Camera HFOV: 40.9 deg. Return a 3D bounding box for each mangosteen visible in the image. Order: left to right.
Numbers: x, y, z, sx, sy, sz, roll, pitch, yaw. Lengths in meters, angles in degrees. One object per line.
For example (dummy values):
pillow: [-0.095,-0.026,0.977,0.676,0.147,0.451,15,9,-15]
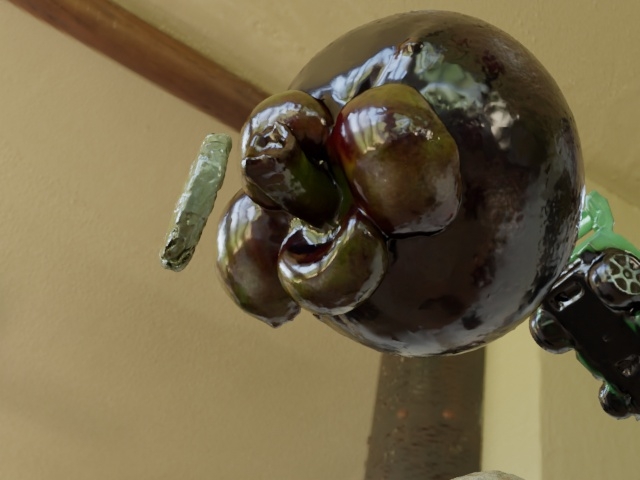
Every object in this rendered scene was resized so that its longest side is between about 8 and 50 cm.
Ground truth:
mangosteen: [0.061,-0.044,0.746,0.306,0.346,0.307,11,-73,43]

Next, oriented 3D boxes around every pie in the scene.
pie: [-0.070,-0.022,0.483,0.019,0.084,0.084,21,-43,-12]

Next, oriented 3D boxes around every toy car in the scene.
toy car: [0.484,0.118,1.380,0.359,0.176,0.213,47,-35,9]

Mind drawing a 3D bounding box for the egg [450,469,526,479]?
egg: [0.261,0.440,1.237,0.245,0.203,0.203,14,-40,23]
